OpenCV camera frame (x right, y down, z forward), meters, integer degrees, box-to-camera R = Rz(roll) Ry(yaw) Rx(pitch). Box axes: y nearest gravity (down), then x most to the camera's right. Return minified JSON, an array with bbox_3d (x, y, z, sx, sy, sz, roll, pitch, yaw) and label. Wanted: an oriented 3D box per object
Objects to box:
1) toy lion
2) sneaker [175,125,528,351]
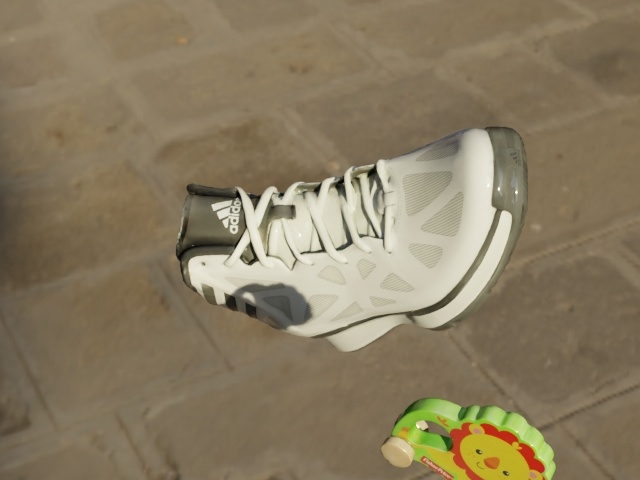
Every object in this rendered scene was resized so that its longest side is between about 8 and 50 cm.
[{"bbox_3d":[0.100,0.137,0.726,0.100,0.096,0.034,34,49,5],"label":"toy lion"},{"bbox_3d":[0.000,0.001,1.108,0.257,0.447,0.169,12,65,-22],"label":"sneaker"}]
